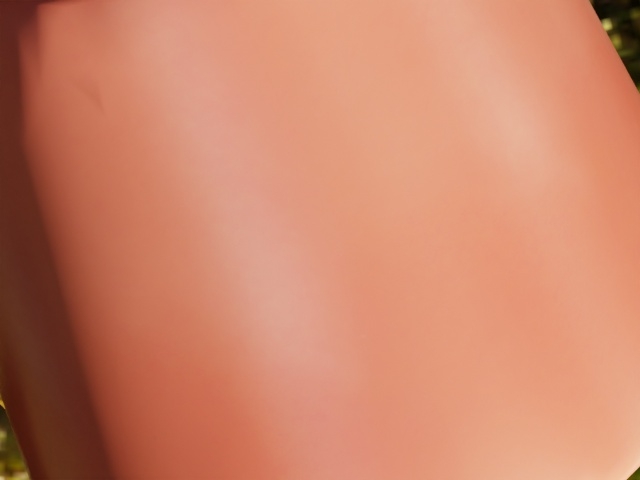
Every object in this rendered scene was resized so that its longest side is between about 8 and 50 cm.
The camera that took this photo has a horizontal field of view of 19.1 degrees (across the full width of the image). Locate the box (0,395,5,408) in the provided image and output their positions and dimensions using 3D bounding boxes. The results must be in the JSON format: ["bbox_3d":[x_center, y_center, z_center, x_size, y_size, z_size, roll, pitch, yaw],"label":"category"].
[{"bbox_3d":[-0.131,0.061,1.075,0.028,0.136,0.081,48,57,-13],"label":"box"}]

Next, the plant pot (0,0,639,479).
[{"bbox_3d":[-0.020,-0.042,0.667,0.275,0.275,0.243,-47,131,-29],"label":"plant pot"}]
